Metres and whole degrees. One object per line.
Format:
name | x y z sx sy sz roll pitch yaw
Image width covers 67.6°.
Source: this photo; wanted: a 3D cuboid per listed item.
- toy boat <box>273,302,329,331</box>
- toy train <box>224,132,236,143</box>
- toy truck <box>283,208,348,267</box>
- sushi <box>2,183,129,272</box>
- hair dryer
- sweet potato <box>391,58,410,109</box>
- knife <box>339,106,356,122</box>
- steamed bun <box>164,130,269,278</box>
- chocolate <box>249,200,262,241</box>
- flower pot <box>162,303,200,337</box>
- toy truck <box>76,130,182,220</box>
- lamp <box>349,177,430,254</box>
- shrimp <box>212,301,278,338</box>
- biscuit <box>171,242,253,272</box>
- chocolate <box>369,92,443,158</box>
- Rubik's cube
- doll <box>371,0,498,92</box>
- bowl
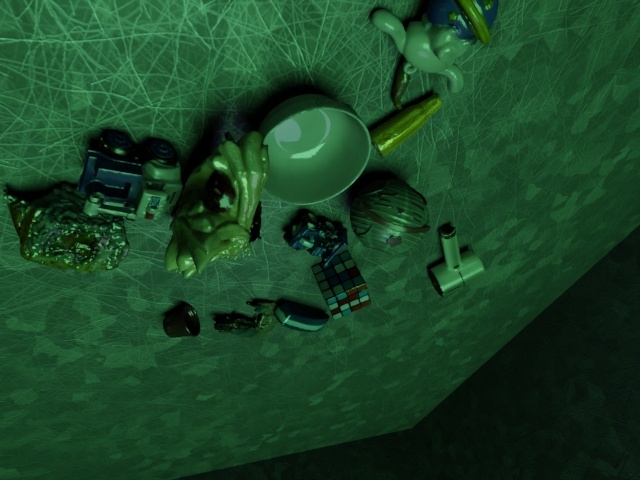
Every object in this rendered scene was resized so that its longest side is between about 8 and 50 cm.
toy boat | -0.056 0.295 1.824 0.062 0.096 0.299 -52 144 12
toy train | -0.213 -0.231 1.183 0.017 0.017 0.083 -28 142 0
toy truck | 0.000 0.000 1.486 0.208 0.126 0.113 16 126 -42
sushi | -0.580 -0.023 1.107 0.274 0.140 0.184 9 128 -46
hair dryer | 0.521 0.058 1.881 0.203 0.128 0.362 -26 135 -1
sweet potato | 0.205 -0.393 1.224 0.041 0.038 0.153 -20 144 -15
knife | 0.091 -0.268 1.314 0.063 0.035 0.260 -27 148 -2
steamed bun | -0.261 -0.042 1.105 0.189 0.247 0.428 -14 164 -39
chocolate | -0.215 -0.053 1.297 0.156 0.133 0.156 -17 139 -15
flower pot | -0.460 0.274 1.562 0.089 0.111 0.111 -19 143 8
toy truck | -0.414 -0.124 1.060 0.213 0.177 0.161 7 130 -35
lamp | 0.207 -0.077 1.447 0.265 0.233 0.233 13 129 -22
shrimp | -0.247 0.283 1.720 0.289 0.075 0.178 24 112 -44
biscuit | -0.323 0.023 1.401 0.249 0.032 0.133 -12 139 -16
chocolate | 0.235 -0.319 1.296 0.219 0.086 0.085 -35 142 8
Rubik's cube | 0.074 0.160 1.691 0.150 0.154 0.155 -24 142 -2
doll | 0.305 -0.459 1.095 0.242 0.160 0.311 -40 136 13
bowl | -0.035 -0.238 1.169 0.286 0.144 0.287 -14 140 -12
